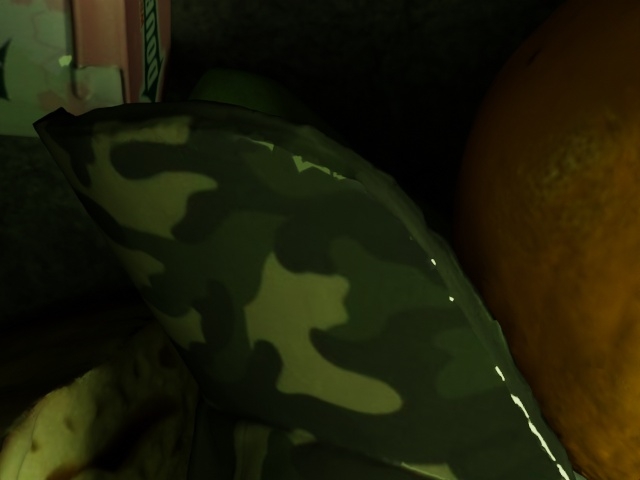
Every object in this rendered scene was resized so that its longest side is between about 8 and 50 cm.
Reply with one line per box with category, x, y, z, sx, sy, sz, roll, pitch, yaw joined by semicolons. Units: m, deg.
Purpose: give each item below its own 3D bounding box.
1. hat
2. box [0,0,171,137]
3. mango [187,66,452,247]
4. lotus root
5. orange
hat;-0.030;0.124;0.670;0.381;0.257;0.366;39;160;-28
box;-0.273;-0.162;0.751;0.369;0.112;0.190;7;119;6
mango;-0.003;0.006;0.815;0.237;0.091;0.137;40;114;-10
lotus root;-0.180;0.205;0.835;0.250;0.316;0.316;-9;117;23
orange;0.220;-0.001;0.663;0.312;0.312;0.312;3;118;6
